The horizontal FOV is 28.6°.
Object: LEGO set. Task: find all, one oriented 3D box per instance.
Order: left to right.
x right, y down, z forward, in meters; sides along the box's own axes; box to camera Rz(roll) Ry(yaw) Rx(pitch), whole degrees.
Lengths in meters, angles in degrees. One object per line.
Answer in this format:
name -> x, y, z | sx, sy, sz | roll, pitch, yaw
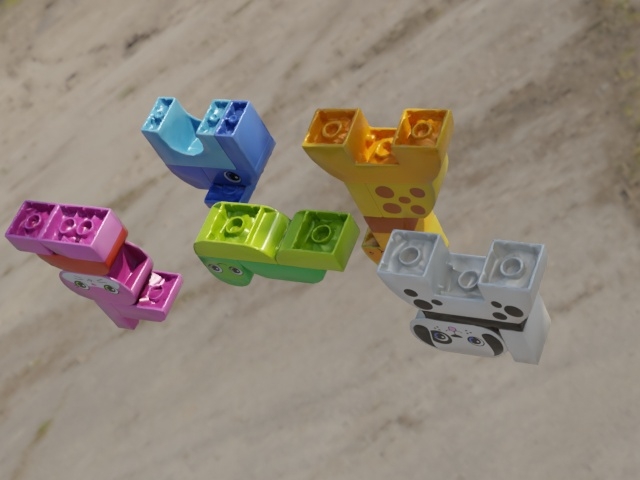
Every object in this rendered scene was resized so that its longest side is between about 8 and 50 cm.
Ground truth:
LEGO set -> 0.000, 0.000, 0.511 | 0.227, 0.093, 0.087 | 6, 58, 30
